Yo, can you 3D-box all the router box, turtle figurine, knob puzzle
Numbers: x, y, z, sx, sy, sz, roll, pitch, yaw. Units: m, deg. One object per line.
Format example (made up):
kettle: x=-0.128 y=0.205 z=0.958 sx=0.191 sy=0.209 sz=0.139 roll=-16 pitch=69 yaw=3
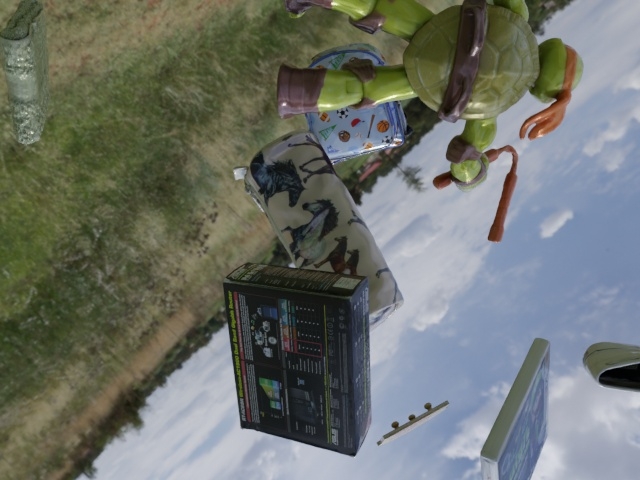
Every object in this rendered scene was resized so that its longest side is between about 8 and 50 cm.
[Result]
router box: x=-0.014 y=0.080 z=0.364 sx=0.092 sy=0.122 sz=0.038 roll=6 pitch=-159 yaw=22
turtle figurine: x=0.081 y=-0.111 z=0.360 sx=0.087 sy=0.217 sz=0.270 roll=-81 pitch=177 yaw=-55
knob puzzle: x=0.215 y=0.434 z=1.263 sx=0.213 sy=0.030 sz=0.213 roll=-25 pitch=155 yaw=-12

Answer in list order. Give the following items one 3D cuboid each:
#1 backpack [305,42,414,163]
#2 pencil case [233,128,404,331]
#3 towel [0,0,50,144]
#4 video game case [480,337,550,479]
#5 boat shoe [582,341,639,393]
backpack: x=0.069 y=-0.331 z=1.273 sx=0.276 sy=0.263 sz=0.213 roll=-14 pitch=-159 yaw=10
pencil case: x=0.000 y=0.000 z=1.000 sx=0.183 sy=0.410 sz=0.160 roll=-27 pitch=166 yaw=-5
towel: x=-0.281 y=-0.166 z=0.507 sx=0.148 sy=0.027 sz=0.110 roll=-119 pitch=-146 yaw=-49
video game case: x=0.238 y=0.240 z=0.627 sx=0.022 sy=0.173 sz=0.190 roll=11 pitch=-143 yaw=36
boat shoe: x=0.612 y=0.230 z=0.922 sx=0.088 sy=0.267 sz=0.096 roll=-56 pitch=148 yaw=-67
